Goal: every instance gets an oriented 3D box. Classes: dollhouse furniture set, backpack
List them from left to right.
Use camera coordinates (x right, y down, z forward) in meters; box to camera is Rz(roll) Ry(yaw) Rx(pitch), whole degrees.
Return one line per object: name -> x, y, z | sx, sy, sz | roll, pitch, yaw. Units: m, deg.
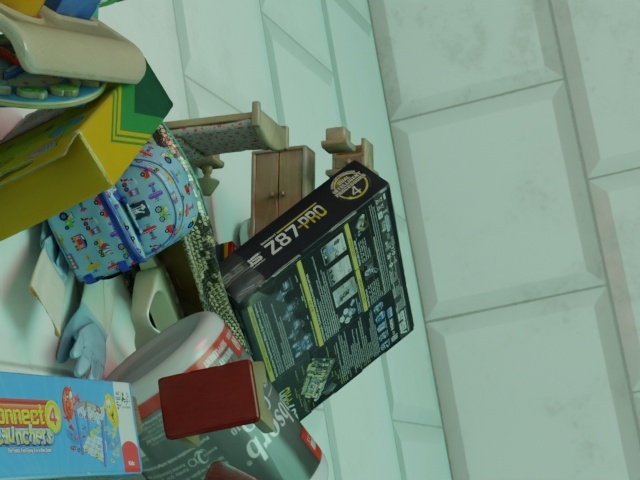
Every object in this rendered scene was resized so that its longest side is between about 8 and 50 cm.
dollhouse furniture set -> -0.234, 0.249, 1.432 | 0.152, 0.374, 0.201 | 38, 40, -72
backpack -> -0.254, -0.039, 1.849 | 0.117, 0.173, 0.158 | -80, 151, -72
dollhouse furniture set -> -0.104, -0.108, 2.277 | 0.355, 0.303, 0.173 | 33, 54, -65

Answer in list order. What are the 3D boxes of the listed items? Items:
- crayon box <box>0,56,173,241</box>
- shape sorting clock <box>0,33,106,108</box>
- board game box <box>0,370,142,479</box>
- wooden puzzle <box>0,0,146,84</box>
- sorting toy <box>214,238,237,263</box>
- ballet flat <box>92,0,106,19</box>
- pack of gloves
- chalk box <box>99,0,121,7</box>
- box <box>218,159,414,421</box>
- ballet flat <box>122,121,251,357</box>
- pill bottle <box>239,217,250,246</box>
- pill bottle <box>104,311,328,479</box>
crayon box -> -0.317, -0.099, 1.708 | 0.081, 0.202, 0.318 | 60, 22, -18
shape sorting clock -> -0.358, -0.206, 1.690 | 0.206, 0.206, 0.040 | -72, 172, -60
board game box -> -0.354, 0.183, 1.197 | 0.308, 0.302, 0.086 | 24, 55, -71
wooden puzzle -> -0.372, -0.315, 1.610 | 0.348, 0.080, 0.322 | 39, 12, 10
sorting toy -> -0.148, 0.079, 2.419 | 0.274, 0.046, 0.132 | 56, 27, -52
ballet flat -> -0.333, -0.305, 1.938 | 0.087, 0.083, 0.247 | -23, 122, -54
pack of gloves -> -0.335, 0.074, 1.838 | 0.232, 0.046, 0.195 | -95, 163, -57
chalk box -> -0.332, -0.420, 2.042 | 0.213, 0.132, 0.132 | -84, 157, -45
box -> -0.003, 0.103, 2.318 | 0.097, 0.318, 0.395 | 37, -23, 33
ballet flat -> -0.226, 0.050, 2.023 | 0.182, 0.164, 0.482 | -52, 131, -52
pill bottle -> 0.000, 0.000, 2.562 | 0.153, 0.265, 0.153 | -17, 90, -79
pill bottle -> -0.119, 0.293, 1.897 | 0.363, 0.210, 0.210 | 53, 22, -12
